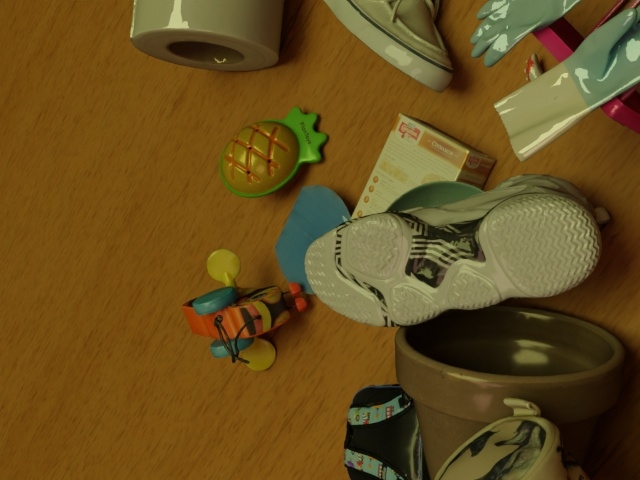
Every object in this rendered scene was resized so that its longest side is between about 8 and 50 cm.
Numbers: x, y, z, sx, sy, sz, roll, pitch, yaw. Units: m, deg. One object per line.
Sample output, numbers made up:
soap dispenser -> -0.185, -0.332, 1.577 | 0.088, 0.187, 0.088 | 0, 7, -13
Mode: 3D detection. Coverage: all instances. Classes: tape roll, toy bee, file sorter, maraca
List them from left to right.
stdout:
tape roll -> -0.180, -0.389, 1.655 | 0.246, 0.246, 0.169 | 1, 84, 44
toy bee -> -0.106, 0.122, 1.573 | 0.298, 0.162, 0.195 | 42, 150, 54
maraca -> -0.078, -0.141, 1.619 | 0.185, 0.099, 0.127 | -27, 70, 10
file sorter -> 0.353, -0.272, 1.156 | 0.182, 0.202, 0.291 | -48, 53, 23

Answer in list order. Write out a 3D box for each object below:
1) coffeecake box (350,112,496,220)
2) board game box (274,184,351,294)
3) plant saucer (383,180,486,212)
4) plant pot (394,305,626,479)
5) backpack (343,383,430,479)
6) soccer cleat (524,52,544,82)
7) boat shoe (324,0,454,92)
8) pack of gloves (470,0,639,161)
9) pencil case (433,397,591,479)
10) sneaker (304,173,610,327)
coffeecake box -> 0.138, -0.064, 1.412 | 0.142, 0.068, 0.185 | 36, 108, 41
board game box -> 0.000, 0.000, 1.560 | 0.133, 0.033, 0.169 | 41, 117, 35
plant saucer -> 0.161, 0.013, 1.336 | 0.037, 0.195, 0.195 | -89, 24, -75
plant pot -> 0.213, 0.221, 1.189 | 0.263, 0.263, 0.229 | 15, 110, 44
backpack -> 0.111, 0.268, 1.345 | 0.173, 0.117, 0.158 | -11, 73, 56
soccer cleat -> 0.289, -0.205, 1.323 | 0.035, 0.029, 0.083 | -5, 82, 34
boat shoe -> 0.111, -0.363, 1.464 | 0.156, 0.136, 0.367 | -53, 41, 19
pack of gloves -> 0.259, -0.227, 1.062 | 0.232, 0.046, 0.195 | -36, 59, 28
pencil case -> 0.282, 0.355, 0.999 | 0.410, 0.183, 0.160 | 49, 146, -4
sneaker -> 0.175, 0.009, 1.237 | 0.365, 0.210, 0.137 | -9, 97, 28
